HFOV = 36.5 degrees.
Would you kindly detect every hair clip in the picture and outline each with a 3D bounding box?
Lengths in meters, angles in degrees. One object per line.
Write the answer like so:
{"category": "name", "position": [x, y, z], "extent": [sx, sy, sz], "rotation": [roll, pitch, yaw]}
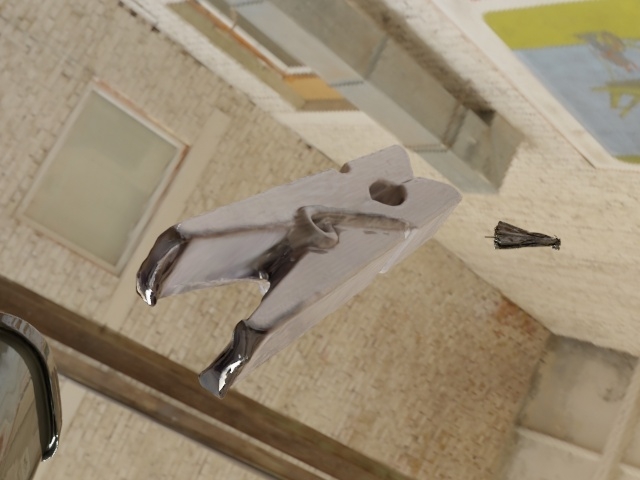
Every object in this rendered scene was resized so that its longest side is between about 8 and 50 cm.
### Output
{"category": "hair clip", "position": [-0.002, 0.003, 0.763], "extent": [0.101, 0.331, 0.085], "rotation": [40, -57, 15]}

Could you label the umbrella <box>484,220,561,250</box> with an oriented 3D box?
{"category": "umbrella", "position": [0.207, -0.001, 0.991], "extent": [0.020, 0.083, 0.031], "rotation": [101, -9, -57]}

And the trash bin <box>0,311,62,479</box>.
{"category": "trash bin", "position": [-0.429, 0.233, 1.118], "extent": [0.219, 0.220, 0.250], "rotation": [-1, -151, -1]}
